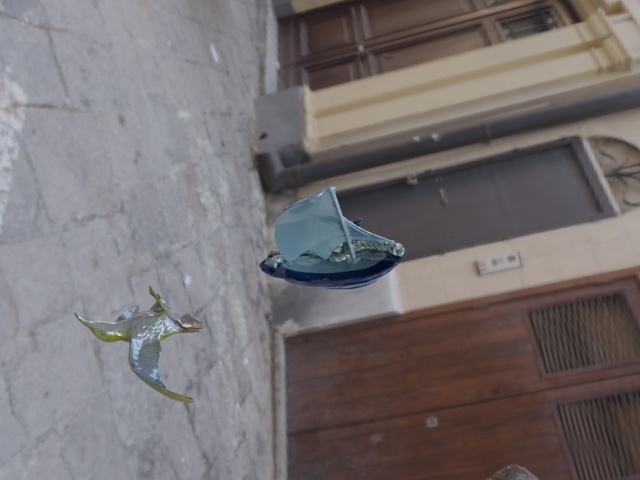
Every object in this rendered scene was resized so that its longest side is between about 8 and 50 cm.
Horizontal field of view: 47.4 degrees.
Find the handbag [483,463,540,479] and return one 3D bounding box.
[{"bbox_3d":[0.226,0.417,0.941,0.181,0.181,0.254,40,17,17],"label":"handbag"}]

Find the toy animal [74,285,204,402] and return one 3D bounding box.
[{"bbox_3d":[-0.239,0.104,0.958,0.155,0.095,0.219,42,1,-36],"label":"toy animal"}]

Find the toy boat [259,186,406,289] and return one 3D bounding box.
[{"bbox_3d":[0.029,0.003,1.055,0.291,0.210,0.070,117,-27,-62],"label":"toy boat"}]
